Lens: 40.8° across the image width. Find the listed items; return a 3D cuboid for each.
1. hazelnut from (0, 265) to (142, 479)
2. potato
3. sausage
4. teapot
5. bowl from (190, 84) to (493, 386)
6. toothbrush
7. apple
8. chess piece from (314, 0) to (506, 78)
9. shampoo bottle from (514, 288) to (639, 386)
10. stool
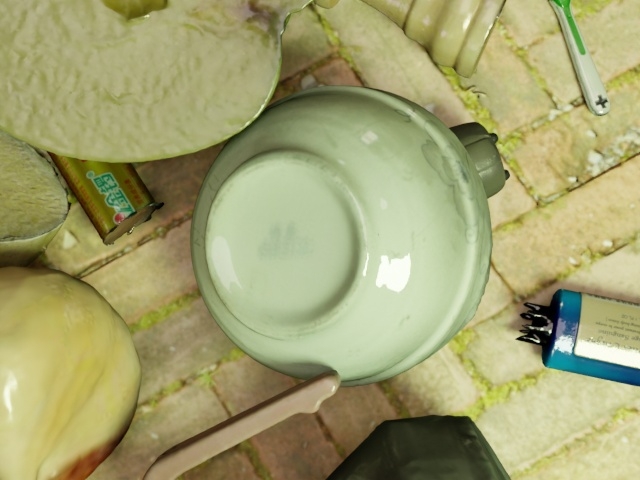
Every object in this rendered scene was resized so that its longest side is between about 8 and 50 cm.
[{"bbox_3d":[-0.299,0.143,0.829,0.261,0.261,0.241,-7,52,1],"label":"hazelnut"},{"bbox_3d":[-0.375,-0.030,0.915,0.202,0.182,0.117,42,126,20],"label":"potato"},{"bbox_3d":[-0.303,-0.168,0.952,0.082,0.082,0.371,-34,83,-2],"label":"sausage"},{"bbox_3d":[0.020,0.318,0.781,0.362,0.305,0.376,-30,89,5],"label":"teapot"},{"bbox_3d":[0.000,0.000,0.836,0.307,0.163,0.307,2,96,24],"label":"bowl"},{"bbox_3d":[0.269,-0.283,0.969,0.030,0.030,0.303,-17,84,0],"label":"toothbrush"},{"bbox_3d":[-0.179,-0.255,0.814,0.360,0.320,0.311,22,51,-4],"label":"apple"},{"bbox_3d":[0.010,-0.311,0.942,0.397,0.117,0.117,26,85,6],"label":"chess piece"},{"bbox_3d":[0.301,0.103,0.914,0.183,0.050,0.087,12,87,3],"label":"shampoo bottle"},{"bbox_3d":[0.138,-0.074,0.919,0.110,0.096,0.096,-22,83,-5],"label":"stool"}]
